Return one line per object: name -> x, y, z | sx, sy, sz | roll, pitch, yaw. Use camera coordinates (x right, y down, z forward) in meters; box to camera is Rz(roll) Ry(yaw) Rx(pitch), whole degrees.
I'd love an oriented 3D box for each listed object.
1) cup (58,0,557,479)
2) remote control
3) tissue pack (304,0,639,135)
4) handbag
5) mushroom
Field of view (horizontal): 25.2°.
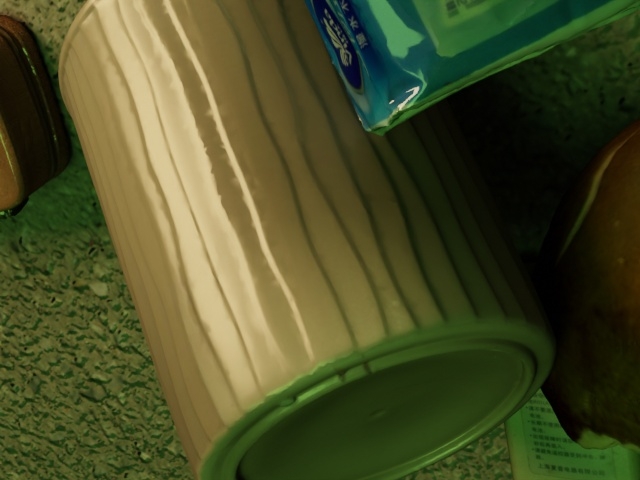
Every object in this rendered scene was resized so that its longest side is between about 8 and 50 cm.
cup -> -0.017, 0.003, 0.818 | 0.288, 0.208, 0.273 | 108, 145, -55
remote control -> 0.170, 0.122, 0.959 | 0.098, 0.038, 0.233 | 2, 119, 28
tissue pack -> 0.054, -0.207, 0.644 | 0.198, 0.146, 0.263 | -27, 92, -6
handbag -> -0.284, -0.084, 1.064 | 0.193, 0.072, 0.151 | -8, 114, 31
mushroom -> 0.232, 0.039, 0.824 | 0.208, 0.233, 0.301 | 31, 173, 21
